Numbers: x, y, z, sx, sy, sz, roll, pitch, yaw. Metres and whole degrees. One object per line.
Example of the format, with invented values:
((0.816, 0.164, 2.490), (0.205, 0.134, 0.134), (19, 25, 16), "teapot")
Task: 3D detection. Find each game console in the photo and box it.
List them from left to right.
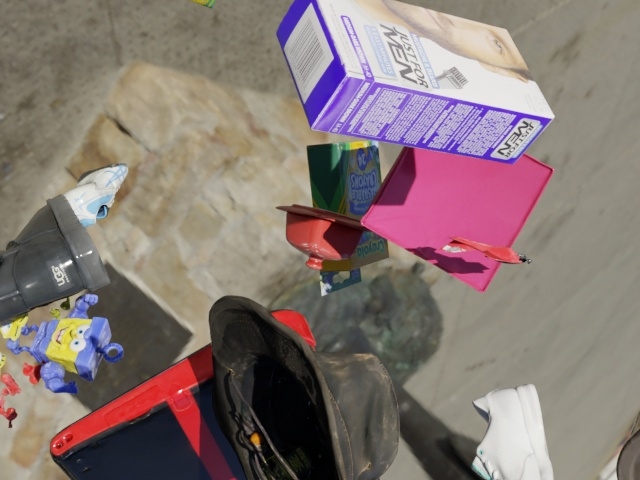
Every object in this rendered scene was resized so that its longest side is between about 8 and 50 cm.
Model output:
((-0.145, 0.259, 1.359), (0.342, 0.060, 0.386), (-26, 147, -9), "game console")

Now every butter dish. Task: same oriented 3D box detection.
((0.000, 0.000, 2.033), (0.160, 0.160, 0.118), (15, 88, -38), "butter dish")

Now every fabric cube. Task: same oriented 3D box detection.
((0.246, -0.079, 1.891), (0.254, 0.259, 0.258), (-60, 175, 6), "fabric cube")

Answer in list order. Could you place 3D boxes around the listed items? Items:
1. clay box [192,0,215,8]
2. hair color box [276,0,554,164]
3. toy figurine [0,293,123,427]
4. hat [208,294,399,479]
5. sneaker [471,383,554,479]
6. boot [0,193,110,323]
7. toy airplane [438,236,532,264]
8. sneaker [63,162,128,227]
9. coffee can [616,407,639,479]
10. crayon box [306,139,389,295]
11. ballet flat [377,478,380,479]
((-0.171, -0.525, 1.824), (0.222, 0.053, 0.127), (140, -34, -62), "clay box")
((0.128, -0.220, 1.376), (0.339, 0.185, 0.110), (7, 138, -33), "hair color box")
((-0.461, 0.190, 1.954), (0.191, 0.217, 0.362), (81, 20, -49), "toy figurine")
((0.005, 0.190, 1.059), (0.134, 0.331, 0.331), (-20, 147, -25), "hat")
((0.226, 0.275, 1.214), (0.094, 0.212, 0.080), (-10, 142, 8), "sneaker")
((-0.596, 0.080, 1.686), (0.445, 0.146, 0.367), (-25, -166, -14), "boot")
((0.264, 0.017, 1.640), (0.151, 0.151, 0.028), (11, 90, -62), "toy airplane")
((-0.441, -0.094, 2.048), (0.085, 0.086, 0.237), (-14, -161, 17), "sneaker")
((0.477, 0.193, 1.182), (0.275, 0.201, 0.201), (-50, 164, -43), "coffee can")
((0.066, -0.054, 2.244), (0.203, 0.083, 0.322), (-15, 101, -62), "crayon box")
((0.044, 0.355, 1.678), (0.106, 0.108, 0.316), (62, 27, -27), "ballet flat")
